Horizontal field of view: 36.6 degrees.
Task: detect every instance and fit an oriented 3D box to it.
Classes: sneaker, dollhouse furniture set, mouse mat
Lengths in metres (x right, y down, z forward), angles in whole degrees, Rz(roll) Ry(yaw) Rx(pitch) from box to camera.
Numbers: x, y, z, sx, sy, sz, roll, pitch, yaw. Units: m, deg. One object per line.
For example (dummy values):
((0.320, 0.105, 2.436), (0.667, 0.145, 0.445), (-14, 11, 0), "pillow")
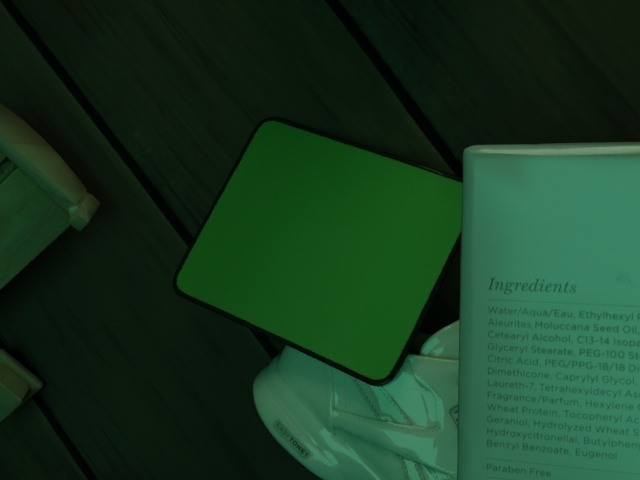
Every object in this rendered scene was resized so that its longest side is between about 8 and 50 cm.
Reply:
((0.099, 0.143, 0.639), (0.305, 0.114, 0.152), (36, 105, 12), "sneaker")
((-0.265, -0.089, 0.770), (0.303, 0.174, 0.355), (-38, 107, 17), "dollhouse furniture set")
((0.000, 0.000, 0.665), (0.190, 0.007, 0.152), (22, 78, 28), "mouse mat")

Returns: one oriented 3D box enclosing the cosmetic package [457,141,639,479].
((0.159, 0.041, 0.497), (0.152, 0.151, 0.183), (2, 96, 20), "cosmetic package")
